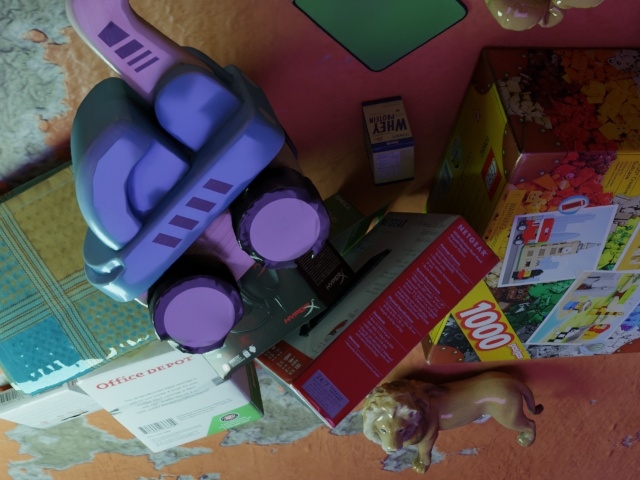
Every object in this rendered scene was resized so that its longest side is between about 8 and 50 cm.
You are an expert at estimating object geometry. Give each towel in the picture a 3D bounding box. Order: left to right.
[{"bbox_3d":[-0.332,0.041,1.676,0.370,0.040,0.271,-25,101,24],"label":"towel"}]

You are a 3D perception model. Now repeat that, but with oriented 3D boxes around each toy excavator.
[{"bbox_3d":[-0.179,-0.155,1.359,0.445,0.222,0.433,37,105,-30],"label":"toy excavator"}]

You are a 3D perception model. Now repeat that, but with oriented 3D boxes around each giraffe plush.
[{"bbox_3d":[0.248,-0.316,1.432,0.210,0.181,0.170,-30,172,-39],"label":"giraffe plush"}]

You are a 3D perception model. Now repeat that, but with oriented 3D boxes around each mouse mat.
[{"bbox_3d":[0.075,-0.287,1.524,0.152,0.007,0.190,-30,140,24],"label":"mouse mat"}]

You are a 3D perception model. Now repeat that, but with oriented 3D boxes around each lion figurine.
[{"bbox_3d":[0.257,0.313,2.329,0.392,0.142,0.240,-18,139,-16],"label":"lion figurine"}]

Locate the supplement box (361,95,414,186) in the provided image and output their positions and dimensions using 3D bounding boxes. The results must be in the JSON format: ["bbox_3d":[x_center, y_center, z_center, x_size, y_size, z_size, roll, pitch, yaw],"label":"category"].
[{"bbox_3d":[0.091,-0.133,1.675,0.056,0.083,0.083,-11,146,-2],"label":"supplement box"}]

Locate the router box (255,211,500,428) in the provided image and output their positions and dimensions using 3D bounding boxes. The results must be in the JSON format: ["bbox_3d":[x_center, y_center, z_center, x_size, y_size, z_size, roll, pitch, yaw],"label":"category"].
[{"bbox_3d":[0.059,0.093,1.681,0.301,0.335,0.082,-44,100,-8],"label":"router box"}]

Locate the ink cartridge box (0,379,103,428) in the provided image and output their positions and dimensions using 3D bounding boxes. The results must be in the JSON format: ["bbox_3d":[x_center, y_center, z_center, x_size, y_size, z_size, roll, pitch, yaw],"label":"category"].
[{"bbox_3d":[-0.456,0.274,2.139,0.145,0.045,0.179,-20,162,10],"label":"ink cartridge box"}]

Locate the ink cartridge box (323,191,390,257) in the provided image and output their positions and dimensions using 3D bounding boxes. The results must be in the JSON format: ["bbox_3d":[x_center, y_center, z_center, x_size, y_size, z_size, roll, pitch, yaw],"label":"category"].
[{"bbox_3d":[0.000,0.000,1.818,0.209,0.062,0.109,-33,158,-35],"label":"ink cartridge box"}]

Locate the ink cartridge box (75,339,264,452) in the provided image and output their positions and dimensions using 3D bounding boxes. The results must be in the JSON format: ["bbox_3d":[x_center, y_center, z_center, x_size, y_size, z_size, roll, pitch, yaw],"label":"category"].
[{"bbox_3d":[-0.244,0.213,2.026,0.211,0.121,0.289,-18,144,9],"label":"ink cartridge box"}]

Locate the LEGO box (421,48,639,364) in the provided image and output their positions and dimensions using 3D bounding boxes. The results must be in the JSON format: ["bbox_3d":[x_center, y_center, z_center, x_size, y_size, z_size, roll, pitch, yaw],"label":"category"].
[{"bbox_3d":[0.363,-0.037,1.793,0.372,0.193,0.500,-2,144,-13],"label":"LEGO box"}]

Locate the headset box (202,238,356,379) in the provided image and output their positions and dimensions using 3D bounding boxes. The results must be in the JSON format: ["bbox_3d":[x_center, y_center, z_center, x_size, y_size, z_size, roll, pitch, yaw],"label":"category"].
[{"bbox_3d":[-0.133,0.007,1.675,0.218,0.110,0.293,-36,95,32],"label":"headset box"}]
